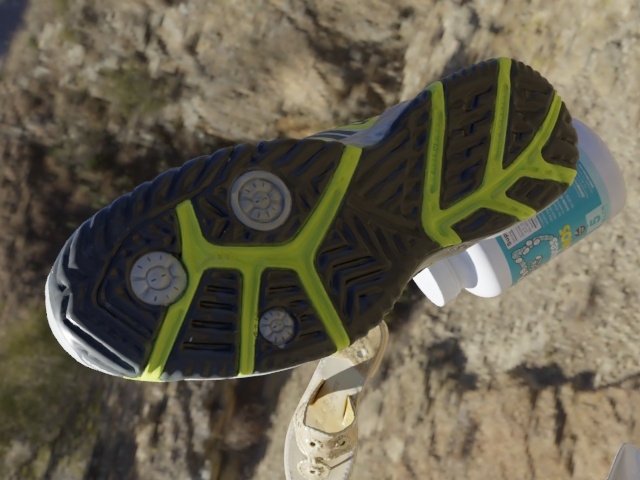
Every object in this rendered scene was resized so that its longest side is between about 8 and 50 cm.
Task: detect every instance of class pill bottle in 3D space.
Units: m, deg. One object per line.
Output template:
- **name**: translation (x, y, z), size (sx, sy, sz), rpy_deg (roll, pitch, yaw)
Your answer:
- **pill bottle**: translation (0.228, -0.029, 1.390), size (0.264, 0.146, 0.146), rpy_deg (-33, 17, -9)

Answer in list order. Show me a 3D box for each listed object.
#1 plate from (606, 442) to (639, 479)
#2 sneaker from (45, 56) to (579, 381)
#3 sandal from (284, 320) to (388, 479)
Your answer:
- **plate**: translation (0.376, 0.345, 1.112), size (0.045, 0.278, 0.277), rpy_deg (-61, -15, 26)
- **sneaker**: translation (0.000, 0.000, 0.764), size (0.147, 0.385, 0.145), rpy_deg (-31, 80, 62)
- **sandal**: translation (0.004, 0.191, 1.266), size (0.079, 0.088, 0.240), rpy_deg (6, -76, -69)
